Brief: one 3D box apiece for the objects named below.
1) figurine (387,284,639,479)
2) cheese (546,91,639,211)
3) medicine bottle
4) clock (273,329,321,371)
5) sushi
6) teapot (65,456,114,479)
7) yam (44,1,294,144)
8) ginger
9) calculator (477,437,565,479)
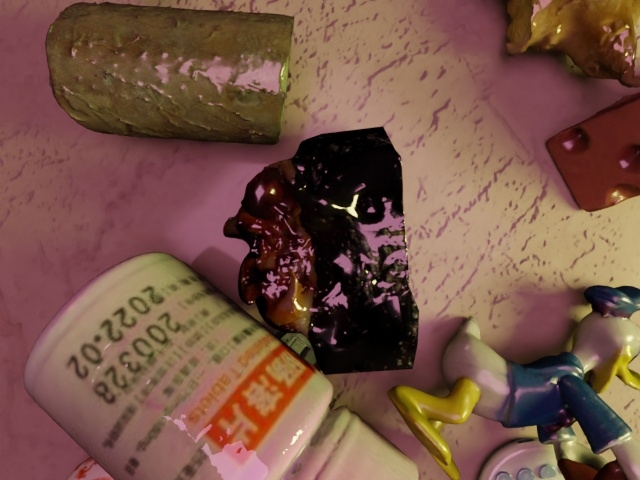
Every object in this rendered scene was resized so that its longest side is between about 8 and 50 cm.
[{"bbox_3d":[0.293,0.177,0.519,0.338,0.204,0.283,-42,62,-11],"label":"figurine"},{"bbox_3d":[0.412,-0.133,0.510,0.203,0.177,0.128,-26,90,2],"label":"cheese"},{"bbox_3d":[-0.105,0.204,0.493,0.388,0.219,0.219,37,92,12],"label":"medicine bottle"},{"bbox_3d":[-0.031,0.151,0.614,0.085,0.017,0.085,0,91,2],"label":"clock"},{"bbox_3d":[0.000,0.001,0.534,0.213,0.215,0.226,-5,111,7],"label":"sushi"},{"bbox_3d":[-0.253,0.348,0.582,0.246,0.116,0.159,-35,77,5],"label":"teapot"},{"bbox_3d":[-0.162,-0.202,0.546,0.268,0.161,0.161,4,91,4],"label":"yam"},{"bbox_3d":[0.320,-0.310,0.544,0.219,0.123,0.270,-33,99,6],"label":"ginger"},{"bbox_3d":[0.306,0.417,0.591,0.189,0.042,0.302,-11,90,2],"label":"calculator"}]
